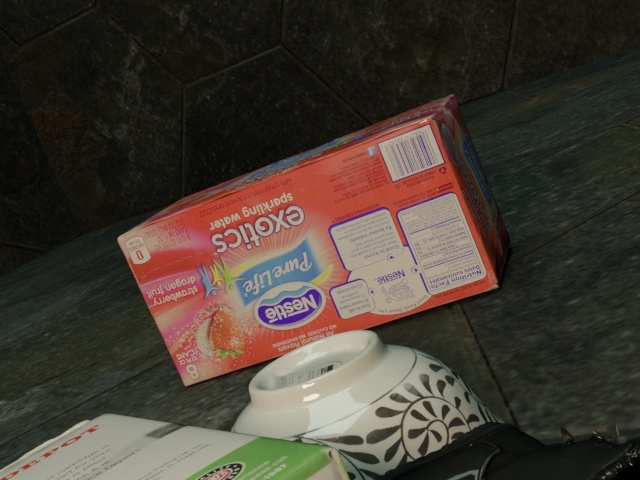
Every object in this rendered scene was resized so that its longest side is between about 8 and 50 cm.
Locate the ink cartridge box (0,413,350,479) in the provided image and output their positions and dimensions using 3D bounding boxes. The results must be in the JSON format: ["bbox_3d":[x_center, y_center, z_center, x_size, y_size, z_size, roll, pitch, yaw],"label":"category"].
[{"bbox_3d":[-0.097,0.154,0.444,0.160,0.093,0.219,-28,10,-32],"label":"ink cartridge box"}]

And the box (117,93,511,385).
[{"bbox_3d":[0.000,0.000,0.917,0.300,0.154,0.142,-20,9,19],"label":"box"}]

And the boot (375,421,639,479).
[{"bbox_3d":[0.076,0.114,0.431,0.121,0.045,0.099,-26,13,-30],"label":"boot"}]

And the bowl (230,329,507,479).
[{"bbox_3d":[0.011,0.098,0.553,0.170,0.080,0.170,-21,9,3],"label":"bowl"}]
